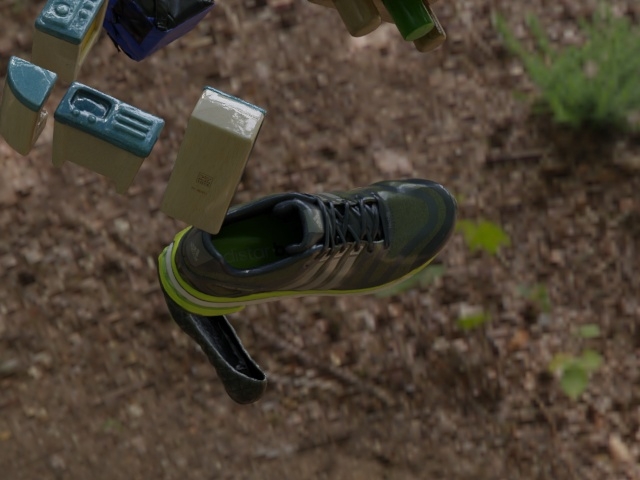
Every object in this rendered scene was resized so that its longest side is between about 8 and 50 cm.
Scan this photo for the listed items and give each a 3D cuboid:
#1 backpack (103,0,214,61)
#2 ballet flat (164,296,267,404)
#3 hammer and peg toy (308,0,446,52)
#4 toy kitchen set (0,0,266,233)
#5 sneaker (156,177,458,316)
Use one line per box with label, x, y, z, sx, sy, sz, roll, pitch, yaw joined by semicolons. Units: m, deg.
backpack;-0.191;-0.253;1.710;0.120;0.101;0.098;51;43;-1
ballet flat;-0.107;0.092;1.727;0.057;0.049;0.173;-21;70;-46
hammer and peg toy;0.114;-0.309;1.661;0.266;0.361;0.127;-32;78;21
toy kitchen set;-0.141;-0.136;1.360;0.207;0.122;0.166;23;49;-2
sneaker;0.000;0.000;1.576;0.300;0.121;0.111;-15;79;-19
